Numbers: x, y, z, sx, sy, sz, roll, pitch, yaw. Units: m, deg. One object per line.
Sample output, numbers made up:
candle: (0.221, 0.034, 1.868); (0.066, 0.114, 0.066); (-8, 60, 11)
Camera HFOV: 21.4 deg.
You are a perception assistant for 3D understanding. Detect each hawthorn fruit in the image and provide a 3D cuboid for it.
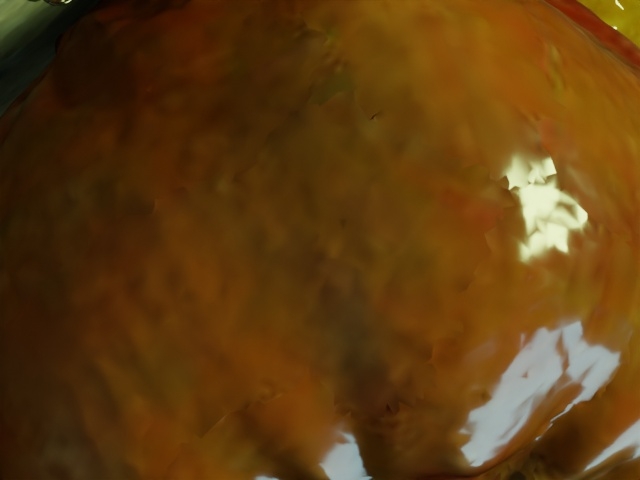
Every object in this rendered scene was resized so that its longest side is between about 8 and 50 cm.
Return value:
hawthorn fruit: (0.000, 0.000, 0.439); (0.207, 0.207, 0.243); (-40, -141, 20)

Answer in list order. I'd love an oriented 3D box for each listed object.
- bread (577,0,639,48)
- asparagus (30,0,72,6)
bread: (0.090, -0.080, 0.636); (0.268, 0.146, 0.268); (-56, 180, 0)
asparagus: (-0.002, -0.094, 0.404); (0.024, 0.025, 0.248); (7, -156, 23)
